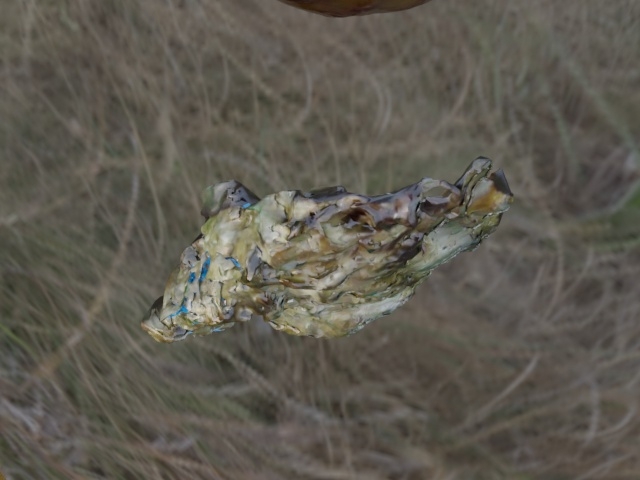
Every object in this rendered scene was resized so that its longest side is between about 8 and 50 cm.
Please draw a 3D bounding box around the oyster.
[{"bbox_3d":[0.003,0.008,1.250,0.260,0.198,0.092,-8,72,6],"label":"oyster"}]

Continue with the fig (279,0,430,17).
[{"bbox_3d":[0.010,-0.226,0.893,0.235,0.214,0.235,-2,99,-12],"label":"fig"}]

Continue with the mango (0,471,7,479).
[{"bbox_3d":[-0.297,0.190,1.332,0.359,0.187,0.144,40,77,21],"label":"mango"}]
